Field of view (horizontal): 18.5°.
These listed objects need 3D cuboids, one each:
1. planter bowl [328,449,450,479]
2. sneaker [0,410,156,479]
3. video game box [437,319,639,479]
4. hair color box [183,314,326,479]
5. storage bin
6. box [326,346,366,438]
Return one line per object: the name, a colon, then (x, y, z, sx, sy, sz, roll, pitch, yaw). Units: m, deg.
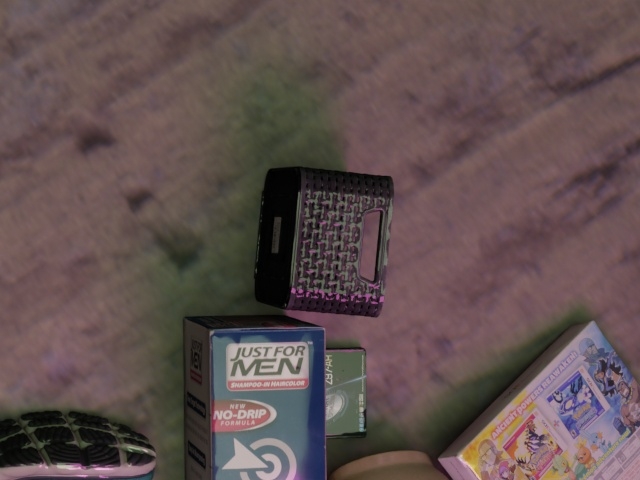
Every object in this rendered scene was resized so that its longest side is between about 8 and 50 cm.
planter bowl: (0.064, 0.254, 1.768, 0.162, 0.162, 0.109, -8, 67, -11)
sneaker: (-0.279, 0.223, 1.730, 0.275, 0.107, 0.110, -11, 113, -7)
video game box: (0.233, 0.208, 1.816, 0.205, 0.048, 0.187, -41, 101, -28)
hair color box: (-0.058, 0.243, 1.722, 0.105, 0.174, 0.347, -1, 92, -12)
storage bin: (0.000, 0.000, 1.725, 0.084, 0.180, 0.122, 5, 90, -13)
box: (0.008, 0.141, 1.812, 0.067, 0.018, 0.083, 0, 92, -12)
